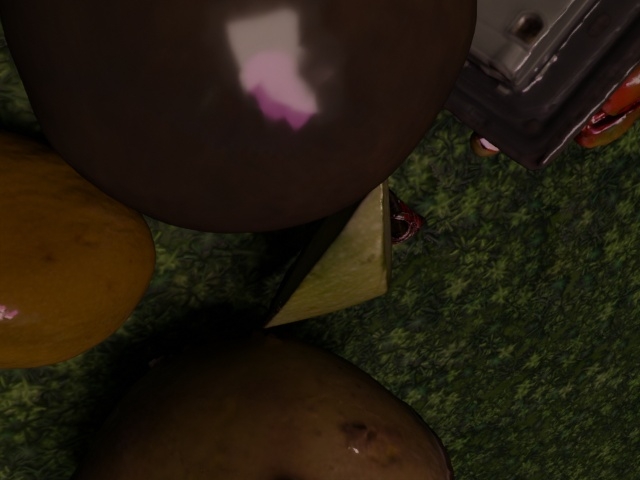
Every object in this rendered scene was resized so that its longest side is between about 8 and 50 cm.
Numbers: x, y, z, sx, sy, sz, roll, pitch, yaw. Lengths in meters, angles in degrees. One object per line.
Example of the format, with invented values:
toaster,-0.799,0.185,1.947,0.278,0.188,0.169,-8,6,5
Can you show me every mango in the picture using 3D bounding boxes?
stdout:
mango,-0.279,-0.002,0.466,0.142,0.195,0.332,-22,155,35

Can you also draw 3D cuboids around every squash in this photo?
squash,0.000,0.000,0.622,0.155,0.237,0.204,-2,108,10

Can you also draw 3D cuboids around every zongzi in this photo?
zongzi,0.094,-0.018,0.740,0.067,0.073,0.083,-24,132,13

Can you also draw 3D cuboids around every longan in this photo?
longan,-0.050,-0.155,0.422,0.319,0.319,0.319,-14,128,-19

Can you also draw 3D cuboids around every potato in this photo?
potato,-0.112,0.302,0.662,0.319,0.385,0.442,37,89,-26

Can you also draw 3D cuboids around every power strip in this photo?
power strip,0.169,-0.231,0.508,0.251,0.257,0.092,-50,158,6

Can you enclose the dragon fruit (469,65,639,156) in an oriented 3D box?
dragon fruit,0.288,-0.221,0.606,0.307,0.243,0.227,-37,94,-25
